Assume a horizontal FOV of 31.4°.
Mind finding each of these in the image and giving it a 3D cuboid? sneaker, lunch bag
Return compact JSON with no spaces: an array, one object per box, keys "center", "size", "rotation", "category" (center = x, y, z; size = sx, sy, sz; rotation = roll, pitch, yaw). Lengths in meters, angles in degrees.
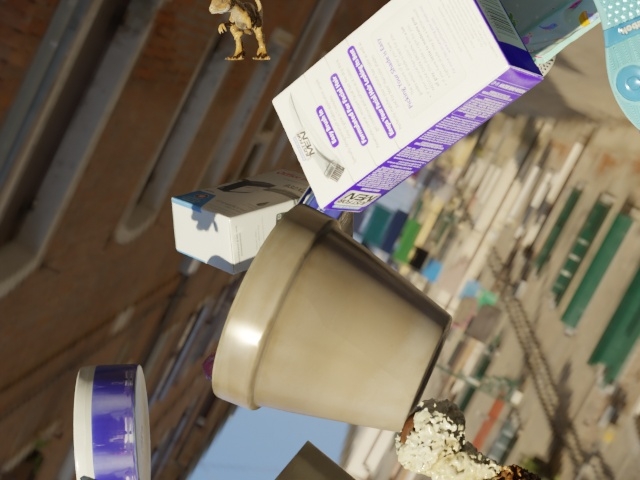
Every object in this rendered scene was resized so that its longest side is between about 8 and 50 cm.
[{"center":[0.471,-0.311,1.571],"size":[0.127,0.319,0.208],"rotation":[-10,-169,39],"category":"sneaker"},{"center":[0.369,-0.438,1.802],"size":[0.160,0.262,0.223],"rotation":[-3,-113,-40],"category":"lunch bag"}]

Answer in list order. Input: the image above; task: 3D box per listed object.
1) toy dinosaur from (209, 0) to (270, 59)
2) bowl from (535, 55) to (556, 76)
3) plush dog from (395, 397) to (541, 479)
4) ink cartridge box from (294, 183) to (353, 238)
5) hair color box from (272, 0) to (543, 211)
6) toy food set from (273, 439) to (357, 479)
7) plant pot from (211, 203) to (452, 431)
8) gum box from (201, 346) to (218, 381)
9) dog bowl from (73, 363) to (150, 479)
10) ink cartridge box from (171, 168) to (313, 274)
[{"center":[-0.103,-0.325,1.695],"size":[0.064,0.112,0.211],"rotation":[0,-174,13],"category":"toy dinosaur"},{"center":[0.391,-0.400,2.275],"size":[0.170,0.170,0.080],"rotation":[29,168,12],"category":"bowl"},{"center":[0.179,0.337,1.272],"size":[0.210,0.263,0.225],"rotation":[15,-168,-15],"category":"plush dog"},{"center":[0.000,0.000,2.210],"size":[0.065,0.165,0.333],"rotation":[28,157,16],"category":"ink cartridge box"},{"center":[0.110,-0.203,1.543],"size":[0.110,0.339,0.185],"rotation":[5,-124,-54],"category":"hair color box"},{"center":[-0.023,0.624,2.639],"size":[0.219,0.092,0.306],"rotation":[39,-141,6],"category":"toy food set"},{"center":[0.034,0.143,1.707],"size":[0.280,0.323,0.323],"rotation":[23,-172,10],"category":"plant pot"},{"center":[-0.146,0.212,2.211],"size":[0.062,0.188,0.107],"rotation":[46,175,-13],"category":"gum box"},{"center":[-0.366,0.352,2.021],"size":[0.104,0.265,0.265],"rotation":[-3,-168,-4],"category":"dog bowl"},{"center":[-0.130,-0.049,2.453],"size":[0.307,0.129,0.223],"rotation":[-18,-157,-36],"category":"ink cartridge box"}]
